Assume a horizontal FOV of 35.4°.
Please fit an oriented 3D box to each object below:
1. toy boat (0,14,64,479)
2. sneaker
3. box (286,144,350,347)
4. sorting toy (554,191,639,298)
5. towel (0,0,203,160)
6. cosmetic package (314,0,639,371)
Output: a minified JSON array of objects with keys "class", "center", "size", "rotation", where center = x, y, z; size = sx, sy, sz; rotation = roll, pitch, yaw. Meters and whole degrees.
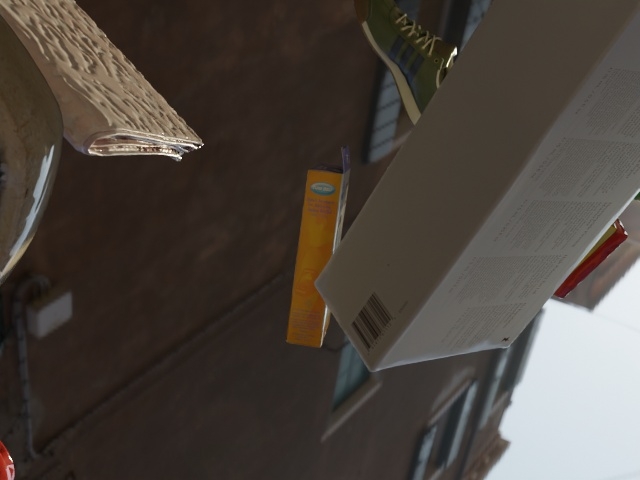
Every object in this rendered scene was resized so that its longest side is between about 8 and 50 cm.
[{"class":"toy boat","center":[-0.216,0.023,0.402],"size":[0.267,0.318,0.148],"rotation":[1,-157,25]},{"class":"sneaker","center":[0.117,-0.220,1.158],"size":[0.086,0.192,0.064],"rotation":[-11,-152,39]},{"class":"box","center":[0.000,0.000,0.708],"size":[0.028,0.136,0.081],"rotation":[6,-173,4]},{"class":"sorting toy","center":[0.248,-0.098,0.950],"size":[0.089,0.255,0.257],"rotation":[26,-148,-24]},{"class":"towel","center":[-0.318,-0.227,1.238],"size":[0.332,0.053,0.317],"rotation":[47,-169,9]},{"class":"cosmetic package","center":[0.096,-0.048,0.417],"size":[0.099,0.239,0.060],"rotation":[-1,-134,-40]}]
